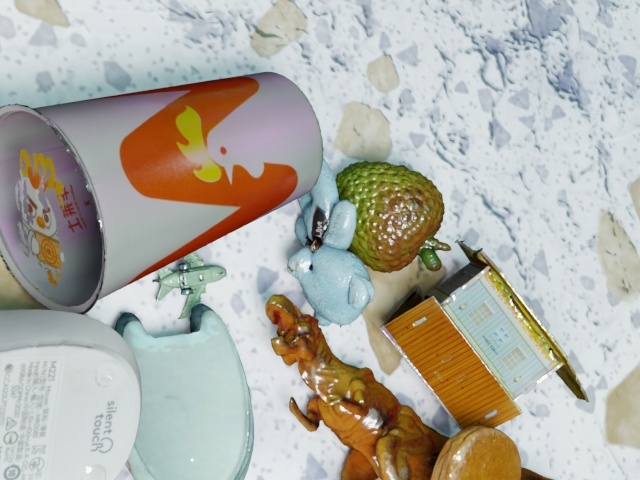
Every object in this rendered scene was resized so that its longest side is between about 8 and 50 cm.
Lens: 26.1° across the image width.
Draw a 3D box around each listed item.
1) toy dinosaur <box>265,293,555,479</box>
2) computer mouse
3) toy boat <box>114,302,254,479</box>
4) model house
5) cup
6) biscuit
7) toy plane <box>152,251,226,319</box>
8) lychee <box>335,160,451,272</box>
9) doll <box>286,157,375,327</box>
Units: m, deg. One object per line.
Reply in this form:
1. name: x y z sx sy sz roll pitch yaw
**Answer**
1. toy dinosaur: 0.076 0.231 1.404 0.432 0.097 0.208 41 46 -25
2. computer mouse: -0.305 0.146 1.181 0.297 0.121 0.184 -4 105 -32
3. toy boat: -0.134 0.164 1.316 0.134 0.079 0.207 -7 72 -26
4. model house: 0.170 0.126 1.459 0.136 0.207 0.219 -37 95 -2
5. cup: -0.146 -0.066 1.299 0.288 0.203 0.203 -21 90 -39
6. biscuit: 0.172 0.325 1.405 0.205 0.049 0.324 -37 125 -32
7. toy plane: -0.127 0.036 1.364 0.083 0.033 0.080 -8 94 -32
8. lychee: 0.074 -0.023 1.449 0.146 0.114 0.114 36 60 10
9. doll: -0.004 0.002 1.401 0.075 0.120 0.179 -18 82 -24
